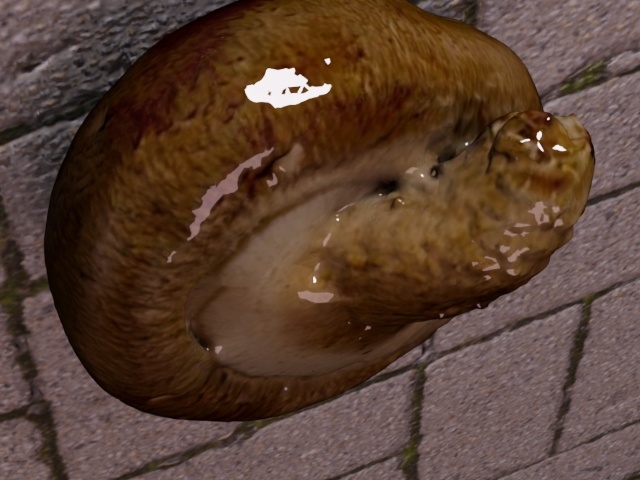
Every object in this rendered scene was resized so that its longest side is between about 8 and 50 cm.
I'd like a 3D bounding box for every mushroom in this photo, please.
[{"bbox_3d":[-0.011,-0.018,1.108,0.345,0.239,0.345,-4,135,-4],"label":"mushroom"}]
